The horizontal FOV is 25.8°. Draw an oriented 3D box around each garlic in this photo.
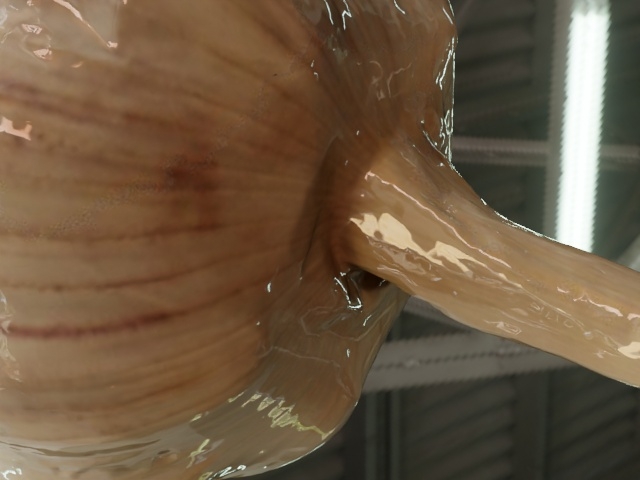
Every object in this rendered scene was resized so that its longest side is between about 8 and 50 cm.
[{"bbox_3d":[0.000,0.000,0.374,0.199,0.226,0.199,-40,-39,-43],"label":"garlic"}]
